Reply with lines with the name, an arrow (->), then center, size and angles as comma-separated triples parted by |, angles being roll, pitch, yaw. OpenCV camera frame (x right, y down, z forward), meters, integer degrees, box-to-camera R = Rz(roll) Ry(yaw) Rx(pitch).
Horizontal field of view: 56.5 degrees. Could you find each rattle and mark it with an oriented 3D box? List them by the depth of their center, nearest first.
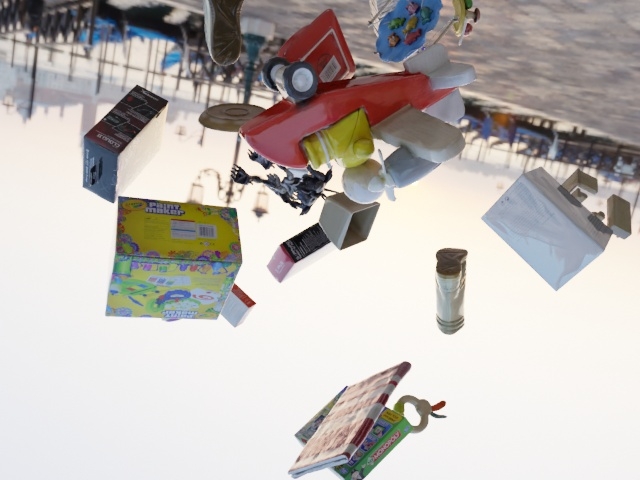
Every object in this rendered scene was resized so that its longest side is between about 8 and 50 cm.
rattle -> 0.303, 0.580, 1.955 | 0.199, 0.143, 0.130 | -5, -136, -39

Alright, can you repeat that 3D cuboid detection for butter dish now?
butter dish -> -0.029, -0.359, 1.195 | 0.118, 0.160, 0.160 | 23, 155, 40

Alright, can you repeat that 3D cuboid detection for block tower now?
block tower -> 0.223, -0.796, 2.034 | 0.097, 0.091, 0.335 | -26, 159, 1

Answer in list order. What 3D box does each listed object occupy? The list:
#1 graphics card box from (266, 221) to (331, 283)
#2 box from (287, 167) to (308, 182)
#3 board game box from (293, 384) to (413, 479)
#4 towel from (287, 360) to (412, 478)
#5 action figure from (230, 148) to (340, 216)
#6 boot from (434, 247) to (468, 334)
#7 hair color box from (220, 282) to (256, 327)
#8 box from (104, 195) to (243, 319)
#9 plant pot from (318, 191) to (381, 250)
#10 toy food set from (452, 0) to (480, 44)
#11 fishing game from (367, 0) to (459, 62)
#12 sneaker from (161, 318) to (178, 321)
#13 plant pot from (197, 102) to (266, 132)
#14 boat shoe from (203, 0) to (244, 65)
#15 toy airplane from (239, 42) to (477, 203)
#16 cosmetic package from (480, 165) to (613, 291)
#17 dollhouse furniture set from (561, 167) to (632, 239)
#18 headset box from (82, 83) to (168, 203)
graphics card box -> 0.000, 0.000, 2.110 | 0.370, 0.094, 0.233 | -32, 170, -26
box -> -0.081, -0.322, 2.494 | 0.090, 0.130, 0.170 | 10, 168, 3
board game box -> 0.077, 0.508, 1.577 | 0.213, 0.046, 0.317 | -40, -163, -19
towel -> 0.076, 0.431, 1.435 | 0.037, 0.237, 0.329 | 50, -137, -2
action figure -> -0.078, -0.162, 1.486 | 0.275, 0.164, 0.141 | 17, -148, -42
boot -> 0.387, 0.142, 1.757 | 0.095, 0.204, 0.262 | 0, -162, 15
hair color box -> -0.289, 0.178, 1.846 | 0.167, 0.093, 0.053 | 42, -155, 11
box -> -0.374, 0.055, 1.491 | 0.289, 0.279, 0.177 | 5, -129, -23
plant pot -> 0.059, -0.056, 1.399 | 0.096, 0.109, 0.109 | 37, -144, 28
toy food set -> 0.513, -0.786, 2.087 | 0.071, 0.128, 0.218 | -1, -128, -2
fishing game -> 0.188, -0.486, 1.334 | 0.041, 0.189, 0.264 | 27, -153, -39
sneaker -> -0.487, 0.176, 1.923 | 0.114, 0.152, 0.305 | -15, -177, -23
plant pot -> -0.254, -0.379, 1.811 | 0.236, 0.033, 0.236 | 2, -152, -1
boat shoe -> -0.239, -0.591, 1.456 | 0.109, 0.303, 0.098 | -9, -144, -25
toy airplane -> 0.096, -0.204, 1.080 | 0.383, 0.273, 0.386 | 5, -156, 23
cosmetic package -> 0.505, -0.033, 1.318 | 0.225, 0.138, 0.224 | 46, -151, 15
dollhouse furniture set -> 0.665, -0.063, 1.485 | 0.151, 0.123, 0.144 | 26, -130, -4
headset box -> -0.560, -0.264, 1.685 | 0.110, 0.218, 0.293 | 28, -129, -2
